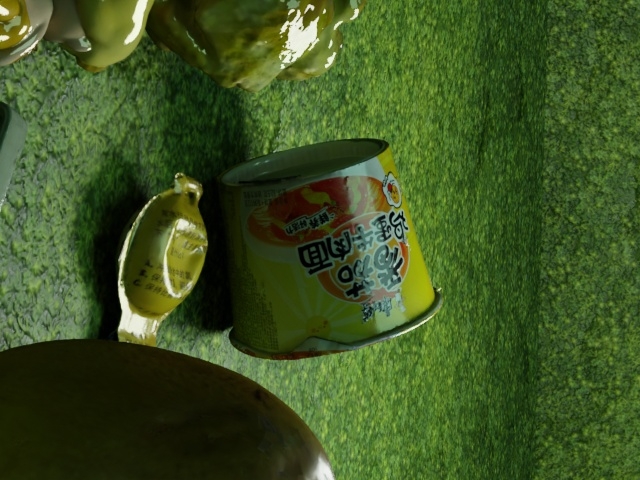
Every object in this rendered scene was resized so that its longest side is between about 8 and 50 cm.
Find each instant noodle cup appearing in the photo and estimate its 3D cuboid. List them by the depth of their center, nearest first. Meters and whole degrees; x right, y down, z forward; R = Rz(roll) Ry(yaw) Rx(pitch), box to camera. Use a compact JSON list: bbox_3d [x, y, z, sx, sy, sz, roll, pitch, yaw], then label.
[{"bbox_3d":[0.000,0.000,1.692,0.264,0.264,0.200,-37,118,-62],"label":"instant noodle cup"}]

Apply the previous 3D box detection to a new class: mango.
[{"bbox_3d":[-0.179,0.226,1.230,0.445,0.220,0.301,6,52,-41],"label":"mango"}]

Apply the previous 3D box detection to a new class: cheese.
[{"bbox_3d":[-0.176,0.052,1.495,0.156,0.064,0.250,27,78,-65],"label":"cheese"}]

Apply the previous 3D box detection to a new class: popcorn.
[{"bbox_3d":[-0.072,-0.270,1.477,0.276,0.225,0.277,-25,118,-61],"label":"popcorn"}]

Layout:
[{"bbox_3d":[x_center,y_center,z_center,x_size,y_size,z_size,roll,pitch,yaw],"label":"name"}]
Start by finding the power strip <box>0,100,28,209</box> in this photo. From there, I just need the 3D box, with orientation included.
[{"bbox_3d":[-0.297,-0.016,1.161,0.029,0.080,0.227,49,49,-57],"label":"power strip"}]

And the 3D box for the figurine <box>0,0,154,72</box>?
[{"bbox_3d":[-0.226,-0.217,1.266,0.246,0.131,0.156,-32,109,-50],"label":"figurine"}]
